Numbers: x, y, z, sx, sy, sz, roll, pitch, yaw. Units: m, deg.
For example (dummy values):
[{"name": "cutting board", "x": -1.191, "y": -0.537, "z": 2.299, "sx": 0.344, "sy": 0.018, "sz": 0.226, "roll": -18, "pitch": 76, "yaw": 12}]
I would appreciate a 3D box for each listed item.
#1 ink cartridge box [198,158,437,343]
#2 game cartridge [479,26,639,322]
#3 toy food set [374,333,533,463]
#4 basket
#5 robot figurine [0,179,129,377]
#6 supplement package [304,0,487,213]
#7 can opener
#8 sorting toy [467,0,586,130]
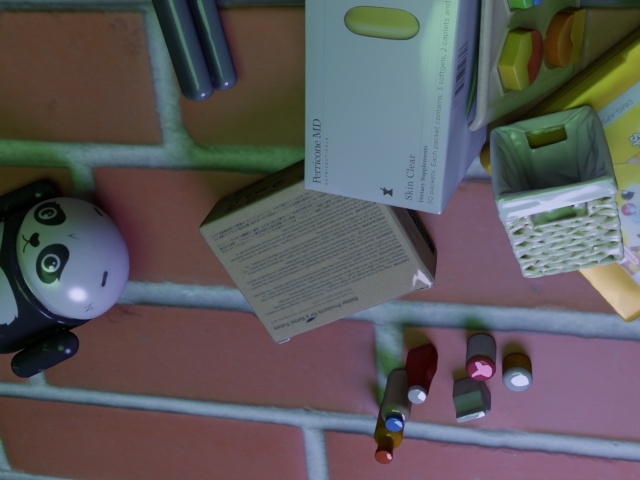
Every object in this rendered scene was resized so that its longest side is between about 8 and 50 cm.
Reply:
[{"name": "ink cartridge box", "x": 0.000, "y": 0.000, "z": 0.997, "sx": 0.235, "sy": 0.088, "sz": 0.193, "roll": -23, "pitch": 112, "yaw": 22}, {"name": "game cartridge", "x": 0.391, "y": -0.089, "z": 0.879, "sx": 0.285, "sy": 0.052, "sz": 0.324, "roll": 44, "pitch": 120, "yaw": -12}, {"name": "toy food set", "x": 0.164, "y": 0.209, "z": 1.063, "sx": 0.232, "sy": 0.104, "sz": 0.111, "roll": -21, "pitch": 112, "yaw": 23}, {"name": "basket", "x": 0.241, "y": -0.050, "z": 0.815, "sx": 0.113, "sy": 0.167, "sz": 0.103, "roll": -12, "pitch": 119, "yaw": 18}, {"name": "robot figurine", "x": -0.390, "y": 0.050, "z": 1.065, "sx": 0.278, "sy": 0.173, "sz": 0.209, "roll": -22, "pitch": 111, "yaw": 23}, {"name": "supplement package", "x": 0.087, "y": -0.193, "z": 0.792, "sx": 0.145, "sy": 0.204, "sz": 0.261, "roll": 12, "pitch": 121, "yaw": 20}, {"name": "can opener", "x": -0.169, "y": -0.297, "z": 0.895, "sx": 0.093, "sy": 0.074, "sz": 0.280, "roll": 9, "pitch": 125, "yaw": 49}, {"name": "sorting toy", "x": 0.214, "y": -0.223, "z": 0.772, "sx": 0.038, "sy": 0.193, "sz": 0.208, "roll": 25, "pitch": 128, "yaw": 34}]
